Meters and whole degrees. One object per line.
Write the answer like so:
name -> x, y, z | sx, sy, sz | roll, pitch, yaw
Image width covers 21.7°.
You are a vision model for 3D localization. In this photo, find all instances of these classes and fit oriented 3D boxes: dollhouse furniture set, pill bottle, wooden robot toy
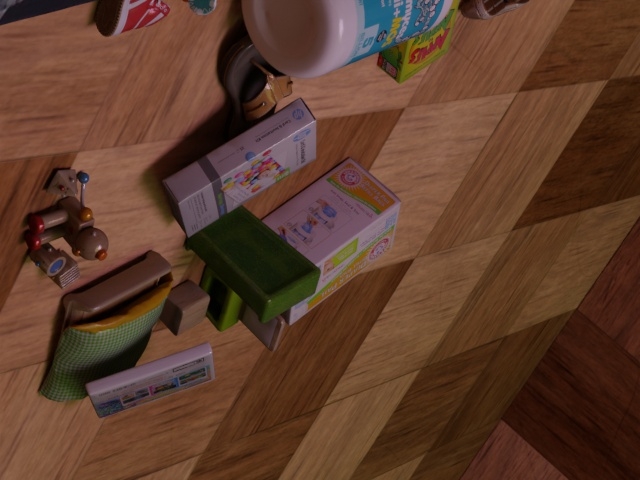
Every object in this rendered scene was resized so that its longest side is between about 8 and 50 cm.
dollhouse furniture set -> -0.173, 0.116, 2.057 | 0.301, 0.151, 0.198 | -29, 151, -38
pill bottle -> 0.049, -0.279, 1.826 | 0.264, 0.146, 0.146 | -28, 150, -42
wooden robot toy -> -0.266, 0.004, 1.797 | 0.076, 0.079, 0.173 | -30, 151, -38

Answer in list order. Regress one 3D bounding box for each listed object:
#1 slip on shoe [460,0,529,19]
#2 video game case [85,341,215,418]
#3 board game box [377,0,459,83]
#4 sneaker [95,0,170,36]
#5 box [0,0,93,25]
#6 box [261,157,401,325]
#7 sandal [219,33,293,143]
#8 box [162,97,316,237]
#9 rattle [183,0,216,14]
slip on shoe -> 0.238, -0.326, 2.243 | 0.041, 0.051, 0.135 | -14, -165, 42
video game case -> -0.208, 0.174, 2.058 | 0.157, 0.019, 0.143 | -19, 164, -8
board game box -> 0.129, -0.289, 2.093 | 0.092, 0.043, 0.181 | -36, 155, -28
sneaker -> -0.169, -0.249, 1.608 | 0.067, 0.042, 0.118 | -18, 151, -45
box -> -0.218, -0.387, 0.926 | 0.480, 0.297, 0.472 | -25, 146, -45
box -> 0.000, 0.000, 2.251 | 0.203, 0.103, 0.114 | -37, 155, -27
sandal -> -0.068, -0.164, 1.910 | 0.090, 0.060, 0.219 | -36, 155, -28
box -> -0.091, -0.083, 1.951 | 0.186, 0.038, 0.145 | -33, 167, -9
rattle -> -0.087, -0.324, 1.608 | 0.199, 0.130, 0.143 | -25, 150, 14
